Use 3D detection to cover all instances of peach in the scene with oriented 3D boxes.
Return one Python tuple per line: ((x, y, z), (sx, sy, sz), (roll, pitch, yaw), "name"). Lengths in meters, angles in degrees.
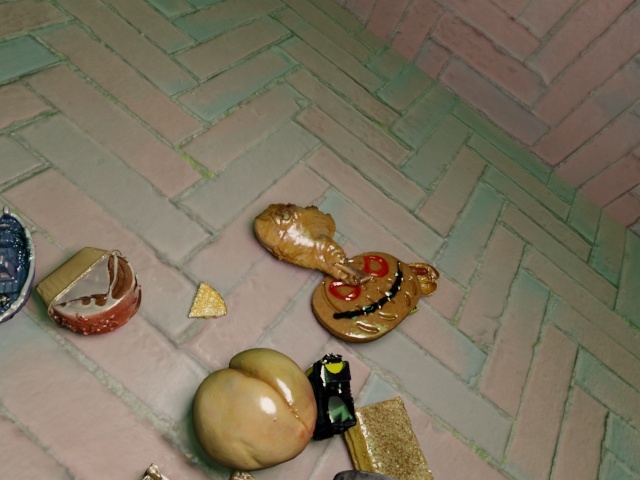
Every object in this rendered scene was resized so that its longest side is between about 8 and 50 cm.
((-0.148, 0.400, 1.008), (0.293, 0.247, 0.292), (16, 27, -9), "peach")

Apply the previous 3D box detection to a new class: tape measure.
((0.015, 0.415, 1.116), (0.112, 0.186, 0.198), (12, 51, -24), "tape measure")

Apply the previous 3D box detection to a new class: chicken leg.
((0.000, 0.000, 1.374), (0.410, 0.181, 0.295), (32, 31, 13), "chicken leg")

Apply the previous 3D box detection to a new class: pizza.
((-0.332, 0.182, 1.205), (0.109, 0.026, 0.123), (-34, 80, -34), "pizza")

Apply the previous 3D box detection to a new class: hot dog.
((0.312, 0.130, 1.514), (0.253, 0.069, 0.131), (9, 56, -18), "hot dog")

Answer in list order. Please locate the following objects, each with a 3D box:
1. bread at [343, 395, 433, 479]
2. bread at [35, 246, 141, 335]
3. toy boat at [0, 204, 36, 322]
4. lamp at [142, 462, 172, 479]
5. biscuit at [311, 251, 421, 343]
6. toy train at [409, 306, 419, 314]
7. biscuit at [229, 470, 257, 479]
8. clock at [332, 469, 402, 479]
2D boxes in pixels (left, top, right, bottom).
((0.169, 0.559, 1.142), (0.184, 0.110, 0.234), (-2, 59, -34), "bread")
((-0.564, 0.130, 1.068), (0.212, 0.142, 0.224), (26, 51, 11), "bread")
((-0.758, 0.052, 1.016), (0.129, 0.142, 0.309), (-4, 62, -25), "toy boat")
((-0.419, 0.619, 0.837), (0.089, 0.090, 0.325), (36, 50, 1), "lamp")
((0.138, 0.156, 1.362), (0.368, 0.063, 0.314), (-34, 61, -31), "biscuit")
((0.216, 0.241, 1.407), (0.250, 0.053, 0.085), (-14, 72, -31), "toy train")
((-0.145, 0.665, 0.966), (0.183, 0.043, 0.280), (-14, 61, -35), "biscuit")
((0.165, 0.627, 0.961), (0.319, 0.319, 0.066), (31, 48, -3), "clock")
